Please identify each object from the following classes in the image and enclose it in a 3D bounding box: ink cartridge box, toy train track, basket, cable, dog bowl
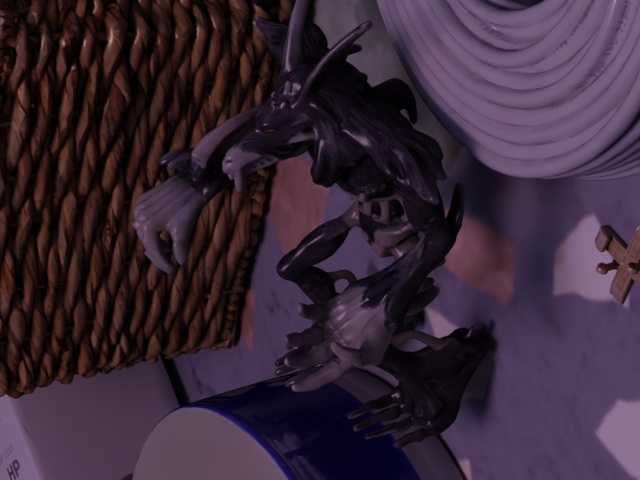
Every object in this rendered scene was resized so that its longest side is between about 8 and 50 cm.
[{"bbox_3d":[-0.160,0.245,1.383,0.223,0.129,0.307,-47,62,53],"label":"ink cartridge box"},{"bbox_3d":[0.157,0.023,0.938,0.083,0.014,0.048,50,138,35],"label":"toy train track"},{"bbox_3d":[-0.171,-0.075,1.215,0.213,0.223,0.299,48,137,38],"label":"basket"},{"bbox_3d":[0.110,-0.153,0.883,0.257,0.089,0.257,23,119,52],"label":"cable"},{"bbox_3d":[-0.009,0.214,1.168,0.265,0.104,0.265,23,119,51],"label":"dog bowl"}]

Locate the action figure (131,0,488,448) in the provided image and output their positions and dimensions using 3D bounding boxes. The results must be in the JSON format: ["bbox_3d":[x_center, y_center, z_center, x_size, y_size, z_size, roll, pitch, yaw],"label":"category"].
[{"bbox_3d":[0.000,0.000,0.980,0.164,0.141,0.276,42,161,38],"label":"action figure"}]
